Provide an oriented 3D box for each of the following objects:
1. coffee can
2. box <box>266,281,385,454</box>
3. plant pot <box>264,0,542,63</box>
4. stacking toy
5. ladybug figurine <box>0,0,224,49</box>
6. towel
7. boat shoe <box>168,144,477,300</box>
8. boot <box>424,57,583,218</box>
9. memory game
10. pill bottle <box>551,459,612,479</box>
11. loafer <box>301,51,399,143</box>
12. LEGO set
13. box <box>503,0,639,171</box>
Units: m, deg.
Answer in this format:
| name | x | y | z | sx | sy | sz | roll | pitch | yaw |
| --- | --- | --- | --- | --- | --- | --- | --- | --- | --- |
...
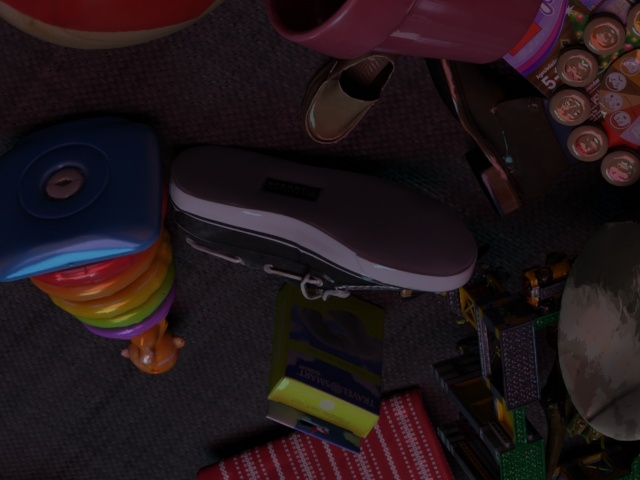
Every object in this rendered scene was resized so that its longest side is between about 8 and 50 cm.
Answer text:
| name | x | y | z | sx | sy | sz | roll | pitch | yaw |
| --- | --- | --- | --- | --- | --- | --- | --- | --- | --- |
| coffee can | 0.381 | 0.088 | 1.563 | 0.275 | 0.201 | 0.201 | 8 | 134 | -30 |
| box | 0.006 | 0.119 | 1.738 | 0.109 | 0.178 | 0.042 | 24 | 127 | -15 |
| plant pot | 0.080 | -0.233 | 1.443 | 0.180 | 0.201 | 0.201 | 16 | 131 | -29 |
| stacking toy | -0.199 | 0.036 | 1.720 | 0.175 | 0.165 | 0.302 | -13 | 140 | 8 |
| ladybug figurine | -0.178 | -0.315 | 1.342 | 0.305 | 0.162 | 0.449 | 29 | 138 | 10 |
| towel | 0.018 | 0.295 | 1.909 | 0.275 | 0.031 | 0.199 | -22 | 91 | 13 |
| boat shoe | -0.002 | 0.003 | 1.659 | 0.306 | 0.113 | 0.105 | 13 | 135 | 12 |
| boot | 0.168 | -0.132 | 1.600 | 0.106 | 0.082 | 0.219 | -27 | 123 | 0 |
| memory game | 0.288 | -0.121 | 1.504 | 0.186 | 0.012 | 0.186 | 7 | 124 | 10 |
| pill bottle | 0.317 | 0.295 | 1.898 | 0.221 | 0.124 | 0.124 | -11 | 128 | 12 |
| loafer | 0.026 | -0.140 | 1.603 | 0.056 | 0.050 | 0.148 | 22 | 128 | -14 |
| LEGO set | 0.223 | 0.110 | 1.751 | 0.255 | 0.192 | 0.331 | -24 | 126 | -9 |
| box | 0.296 | -0.218 | 1.484 | 0.201 | 0.057 | 0.293 | 40 | 123 | -9 |
